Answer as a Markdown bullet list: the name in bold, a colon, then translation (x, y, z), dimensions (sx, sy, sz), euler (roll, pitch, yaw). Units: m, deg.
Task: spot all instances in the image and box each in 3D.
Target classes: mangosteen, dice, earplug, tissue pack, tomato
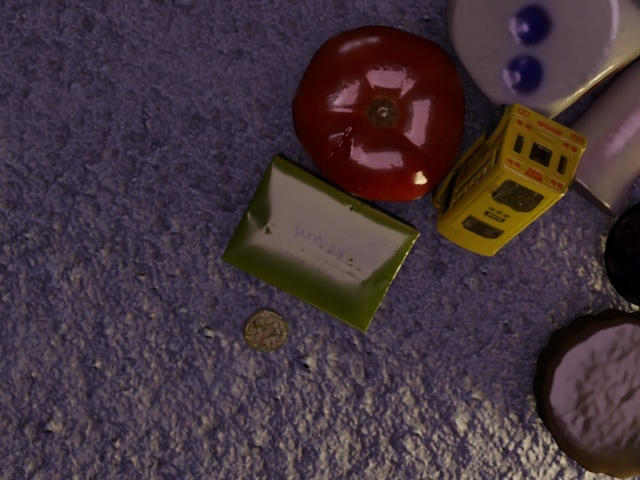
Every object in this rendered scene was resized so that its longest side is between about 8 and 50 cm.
- **mangosteen**: translation (0.595, 0.033, 1.671), dimensions (0.230, 0.194, 0.194), euler (23, 98, -31)
- **dice**: translation (0.373, -0.352, 1.553), dimensions (0.259, 0.243, 0.251), euler (-39, 85, 33)
- **earplug**: translation (0.521, -0.207, 1.634), dimensions (0.172, 0.172, 0.301), euler (39, 97, -4)
- **tissue pack**: translation (0.000, 0.000, 1.677), dimensions (0.274, 0.167, 0.200), euler (28, 98, -3)
- **tomato**: translation (0.102, -0.206, 1.618), dimensions (0.298, 0.226, 0.299), euler (0, 87, 2)

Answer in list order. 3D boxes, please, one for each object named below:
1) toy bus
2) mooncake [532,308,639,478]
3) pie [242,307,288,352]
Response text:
- **toy bus**: translation (0.284, -0.080, 1.577), dimensions (0.144, 0.330, 0.152), euler (24, 64, -6)
- **mooncake**: translation (0.516, 0.259, 1.702), dimensions (0.290, 0.161, 0.290), euler (0, 96, 1)
- **pie**: translation (-0.099, 0.164, 1.775), dimensions (0.084, 0.021, 0.084), euler (0, 95, -2)
